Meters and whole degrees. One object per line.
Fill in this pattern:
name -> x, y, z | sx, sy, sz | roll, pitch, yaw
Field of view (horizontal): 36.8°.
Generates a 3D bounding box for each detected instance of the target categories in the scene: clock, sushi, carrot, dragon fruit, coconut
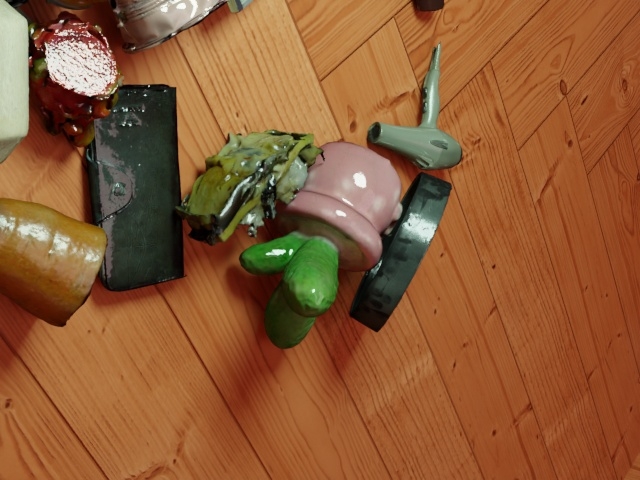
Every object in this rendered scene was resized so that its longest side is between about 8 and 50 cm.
clock -> 0.149, 0.020, 1.826 | 0.066, 0.319, 0.319 | 26, 74, 0
sushi -> -0.123, -0.099, 1.612 | 0.291, 0.139, 0.131 | -47, 134, -31
carrot -> -0.424, 0.014, 1.324 | 0.225, 0.159, 0.159 | 27, 77, -35
dragon fruit -> -0.349, -0.218, 1.359 | 0.133, 0.150, 0.207 | -24, 139, -28
coconut -> -0.470, -0.215, 1.153 | 0.237, 0.237, 0.266 | -12, 113, -45

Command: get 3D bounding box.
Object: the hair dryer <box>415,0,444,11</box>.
hair dryer -> 0.248, -0.672, 1.945 | 0.340, 0.123, 0.312 | -55, 143, -38

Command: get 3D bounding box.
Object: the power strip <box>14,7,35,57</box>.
power strip -> -0.464, -0.316, 1.289 | 0.227, 0.029, 0.080 | 45, 65, -41

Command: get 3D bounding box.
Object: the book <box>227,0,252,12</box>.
book -> -0.122, -0.484, 1.570 | 0.231, 0.026, 0.157 | -57, 133, -50

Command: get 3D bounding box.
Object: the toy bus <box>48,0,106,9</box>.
toy bus -> -0.303, -0.419, 1.278 | 0.126, 0.136, 0.209 | -4, 94, -60

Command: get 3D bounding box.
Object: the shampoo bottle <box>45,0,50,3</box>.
shampoo bottle -> -0.389, -0.432, 1.328 | 0.063, 0.057, 0.207 | -37, 124, -49

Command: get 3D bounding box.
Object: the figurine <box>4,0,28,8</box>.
figurine -> -0.429, -0.395, 1.235 | 0.114, 0.108, 0.196 | -29, 105, -72

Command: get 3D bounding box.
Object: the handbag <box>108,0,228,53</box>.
handbag -> -0.226, -0.373, 1.425 | 0.205, 0.179, 0.116 | -38, 115, -20

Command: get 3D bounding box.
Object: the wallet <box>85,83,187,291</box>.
wallet -> -0.286, -0.084, 1.509 | 0.172, 0.045, 0.318 | -11, 104, -46

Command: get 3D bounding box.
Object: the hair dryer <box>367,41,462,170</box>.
hair dryer -> 0.182, -0.268, 1.964 | 0.229, 0.092, 0.267 | -12, 92, -39

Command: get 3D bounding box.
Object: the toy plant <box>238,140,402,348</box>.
toy plant -> 0.006, -0.002, 1.679 | 0.210, 0.317, 0.356 | 34, 67, -1
